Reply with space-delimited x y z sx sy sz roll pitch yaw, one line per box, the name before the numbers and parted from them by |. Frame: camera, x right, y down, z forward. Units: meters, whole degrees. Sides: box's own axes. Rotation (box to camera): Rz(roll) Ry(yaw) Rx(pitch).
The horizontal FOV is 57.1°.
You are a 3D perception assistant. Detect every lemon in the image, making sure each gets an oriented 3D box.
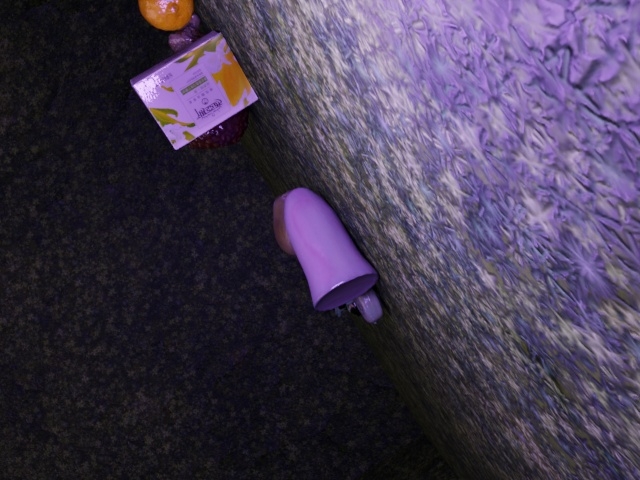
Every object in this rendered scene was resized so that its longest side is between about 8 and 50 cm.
lemon | -0.404 -0.625 1.530 0.187 0.142 0.142 61 178 38

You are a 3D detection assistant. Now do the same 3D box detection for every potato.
potato | -0.071 -0.047 1.838 0.178 0.160 0.234 2 118 37

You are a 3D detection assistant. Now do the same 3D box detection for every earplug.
earplug | 0.000 0.000 1.440 0.301 0.173 0.172 63 178 22

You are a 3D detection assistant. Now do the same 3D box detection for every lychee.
lychee | -0.352 -0.415 1.827 0.271 0.272 0.271 57 176 7

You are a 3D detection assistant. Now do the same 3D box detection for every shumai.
shumai | -0.368 -0.589 1.704 0.145 0.146 0.116 76 -157 -76

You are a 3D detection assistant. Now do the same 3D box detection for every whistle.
whistle | 0.112 0.124 1.598 0.257 0.067 0.126 65 173 -27

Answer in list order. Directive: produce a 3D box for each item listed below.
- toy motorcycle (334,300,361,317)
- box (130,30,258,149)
toy motorcycle | 0.050 0.094 1.753 0.196 0.125 0.331 56 172 44
box | -0.323 -0.389 1.518 0.194 0.261 0.111 59 172 -29
